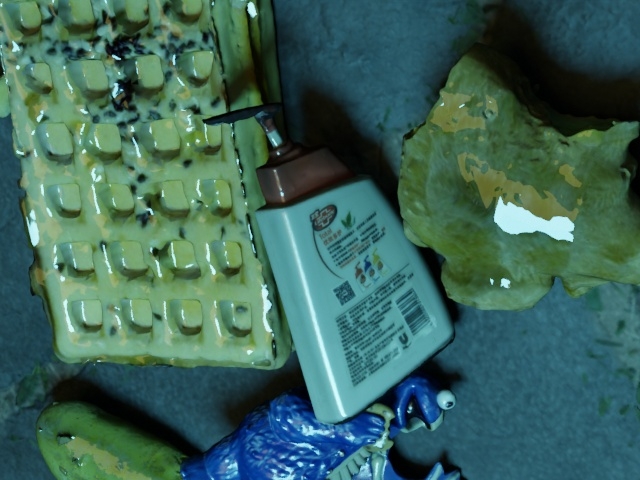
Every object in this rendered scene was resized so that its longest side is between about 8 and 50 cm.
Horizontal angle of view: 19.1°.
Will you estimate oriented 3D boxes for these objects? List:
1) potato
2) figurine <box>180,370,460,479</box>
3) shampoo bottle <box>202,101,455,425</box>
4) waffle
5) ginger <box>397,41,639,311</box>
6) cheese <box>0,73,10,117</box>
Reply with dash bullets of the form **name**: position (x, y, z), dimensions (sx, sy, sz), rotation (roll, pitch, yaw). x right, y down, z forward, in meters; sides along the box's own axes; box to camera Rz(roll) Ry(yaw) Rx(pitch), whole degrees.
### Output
- **potato**: position (-0.195, 0.221, 1.880), dimensions (0.188, 0.085, 0.105), rotation (20, 138, 16)
- **figurine**: position (0.006, 0.186, 1.744), dimensions (0.262, 0.120, 0.164), rotation (-17, 127, 10)
- **shampoo bottle**: position (0.000, 0.000, 1.636), dimensions (0.071, 0.153, 0.284), rotation (-3, 118, 62)
- **waffle**: position (-0.147, -0.069, 1.724), dimensions (0.261, 0.114, 0.376), rotation (3, 110, 28)
- **ginger**: position (0.186, -0.023, 1.553), dimensions (0.270, 0.123, 0.219), rotation (36, 119, 12)
- **cheese**: position (-0.287, -0.142, 1.822), dimensions (0.083, 0.030, 0.044), rotation (-15, 95, 26)
